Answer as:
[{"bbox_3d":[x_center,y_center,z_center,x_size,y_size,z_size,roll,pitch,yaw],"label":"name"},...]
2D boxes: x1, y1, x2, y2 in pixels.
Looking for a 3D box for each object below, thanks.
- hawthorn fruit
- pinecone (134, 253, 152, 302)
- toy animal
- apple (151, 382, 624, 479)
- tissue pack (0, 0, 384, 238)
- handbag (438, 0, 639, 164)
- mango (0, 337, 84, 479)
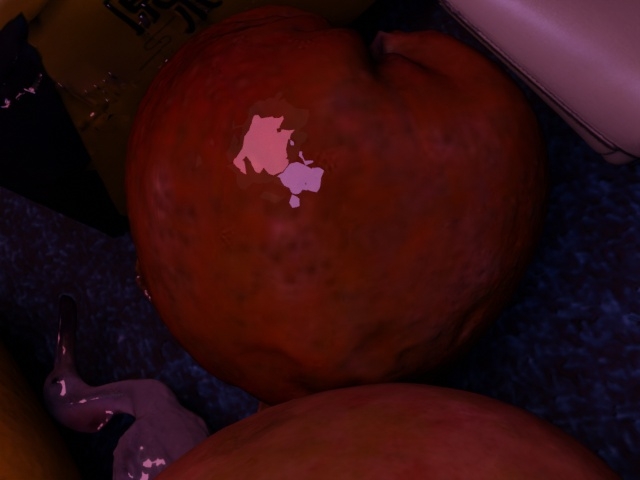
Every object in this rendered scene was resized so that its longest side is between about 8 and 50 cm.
[{"bbox_3d":[0.000,0.000,0.739,0.277,0.277,0.298,15,93,33],"label":"hawthorn fruit"},{"bbox_3d":[-0.097,0.012,0.875,0.102,0.109,0.102,0,99,2],"label":"pinecone"},{"bbox_3d":[-0.110,0.168,0.850,0.324,0.090,0.195,12,69,30],"label":"toy animal"},{"bbox_3d":[0.029,0.255,0.577,0.363,0.364,0.364,-9,72,29],"label":"apple"},{"bbox_3d":[-0.130,-0.231,0.861,0.416,0.264,0.253,-39,50,16],"label":"tissue pack"},{"bbox_3d":[0.144,-0.216,0.673,0.241,0.315,0.109,-49,10,-22],"label":"handbag"},{"bbox_3d":[-0.302,0.212,0.862,0.301,0.220,0.445,-45,60,46],"label":"mango"}]
